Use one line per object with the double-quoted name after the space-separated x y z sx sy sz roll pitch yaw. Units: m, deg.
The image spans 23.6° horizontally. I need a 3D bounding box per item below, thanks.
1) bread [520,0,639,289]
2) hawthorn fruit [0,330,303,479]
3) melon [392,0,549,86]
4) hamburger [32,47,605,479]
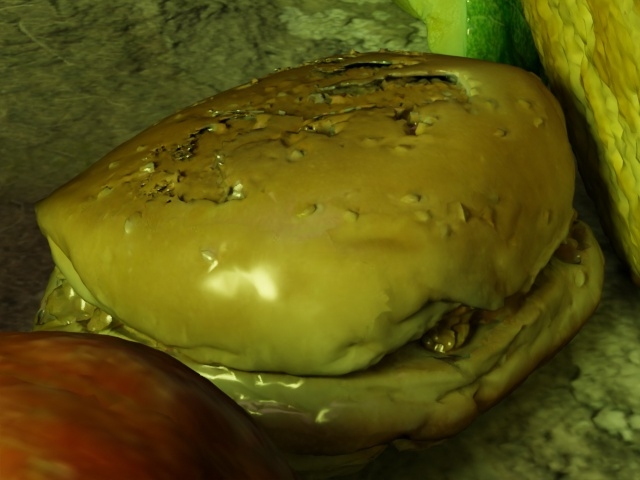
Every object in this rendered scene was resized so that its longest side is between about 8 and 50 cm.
0.244 -0.111 0.831 0.215 0.398 0.398 -20 35 1 "bread"
-0.116 0.155 0.557 0.284 0.284 0.284 -2 34 2 "hawthorn fruit"
0.109 -0.213 1.220 0.124 0.196 0.323 -40 44 9 "melon"
-0.007 0.002 0.871 0.284 0.174 0.304 7 27 35 "hamburger"
